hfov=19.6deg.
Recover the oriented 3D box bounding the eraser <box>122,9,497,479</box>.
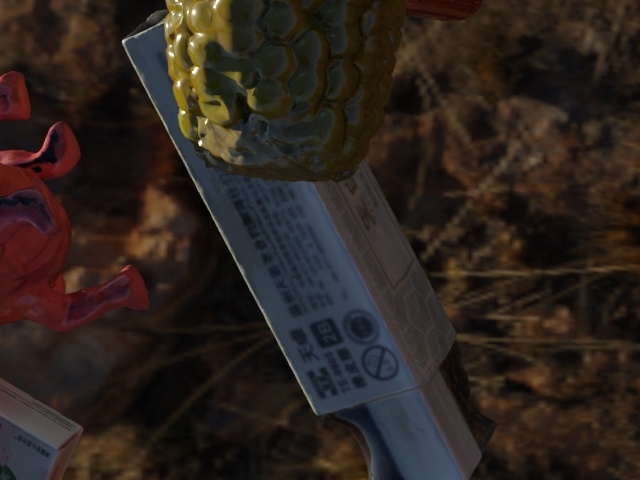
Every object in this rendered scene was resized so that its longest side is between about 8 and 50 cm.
[{"bbox_3d":[0.000,0.000,1.372,0.098,0.096,0.404,-19,107,29],"label":"eraser"}]

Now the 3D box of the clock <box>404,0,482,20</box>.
[{"bbox_3d":[0.089,-0.234,1.464,0.061,0.155,0.113,1,94,28],"label":"clock"}]

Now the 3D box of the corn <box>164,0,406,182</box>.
[{"bbox_3d":[-0.006,-0.150,0.608,0.097,0.097,0.261,6,93,40],"label":"corn"}]

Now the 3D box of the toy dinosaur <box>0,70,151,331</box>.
[{"bbox_3d":[-0.158,-0.004,0.653,0.139,0.286,0.070,-22,72,3],"label":"toy dinosaur"}]

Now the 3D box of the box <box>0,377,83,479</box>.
[{"bbox_3d":[-0.240,0.142,1.297,0.125,0.043,0.089,28,113,8],"label":"box"}]
